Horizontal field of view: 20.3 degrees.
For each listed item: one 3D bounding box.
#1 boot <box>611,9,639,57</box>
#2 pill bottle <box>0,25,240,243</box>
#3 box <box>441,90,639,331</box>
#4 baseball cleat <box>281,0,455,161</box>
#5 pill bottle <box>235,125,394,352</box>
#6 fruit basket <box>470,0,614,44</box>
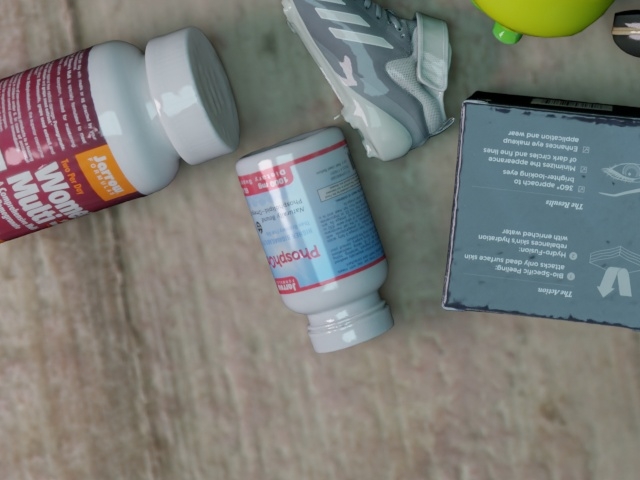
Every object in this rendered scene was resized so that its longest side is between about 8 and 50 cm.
[{"bbox_3d":[0.303,-0.095,1.302,0.198,0.077,0.137,9,106,10],"label":"boot"},{"bbox_3d":[-0.182,-0.081,1.365,0.221,0.121,0.121,-18,96,13],"label":"pill bottle"},{"bbox_3d":[0.178,-0.024,1.323,0.156,0.093,0.158,7,100,9],"label":"box"},{"bbox_3d":[0.031,-0.164,1.348,0.109,0.072,0.206,-30,98,0],"label":"baseball cleat"},{"bbox_3d":[0.000,0.000,1.363,0.087,0.087,0.160,-18,96,13],"label":"pill bottle"},{"bbox_3d":[0.220,-0.303,1.205,0.283,0.392,0.392,-41,91,-20],"label":"fruit basket"}]
